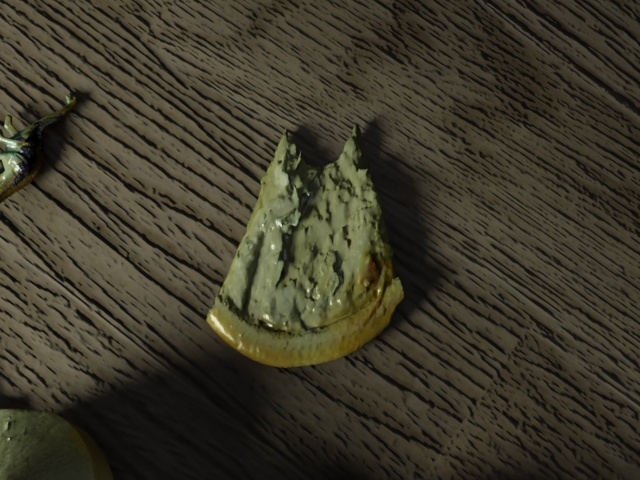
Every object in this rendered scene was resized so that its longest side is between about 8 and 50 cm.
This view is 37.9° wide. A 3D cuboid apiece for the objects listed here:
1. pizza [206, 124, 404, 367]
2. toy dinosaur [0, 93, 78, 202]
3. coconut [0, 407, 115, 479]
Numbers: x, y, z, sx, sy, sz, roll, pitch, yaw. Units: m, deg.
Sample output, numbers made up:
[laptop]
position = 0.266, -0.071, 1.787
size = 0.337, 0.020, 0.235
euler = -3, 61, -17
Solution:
[pizza]
position = 0.000, 0.000, 0.915
size = 0.181, 0.034, 0.262
euler = 12, 74, 1
[toy dinosaur]
position = -0.305, -0.081, 0.922
size = 0.058, 0.037, 0.180
euler = 22, 74, 8
[coconut]
position = -0.254, 0.215, 0.783
size = 0.147, 0.152, 0.147
euler = 0, 74, 0
